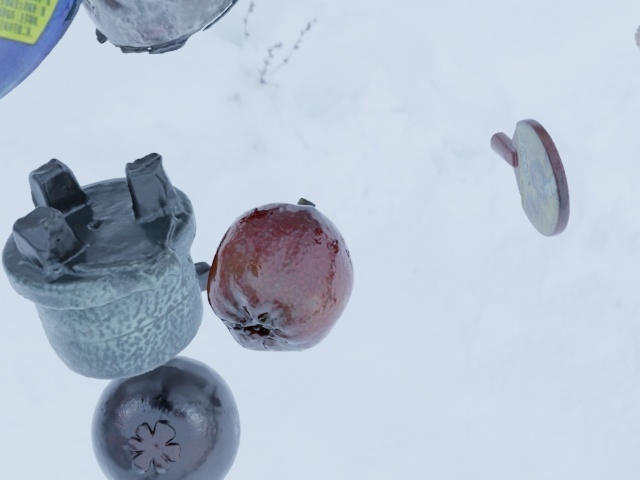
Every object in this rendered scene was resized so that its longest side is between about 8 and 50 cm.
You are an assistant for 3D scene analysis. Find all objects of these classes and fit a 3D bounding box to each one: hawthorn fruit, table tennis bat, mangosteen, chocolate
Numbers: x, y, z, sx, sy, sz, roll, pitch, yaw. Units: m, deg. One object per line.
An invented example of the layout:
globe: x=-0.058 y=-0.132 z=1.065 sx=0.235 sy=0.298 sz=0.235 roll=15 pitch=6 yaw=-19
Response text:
hawthorn fruit: x=-0.038 y=0.034 z=0.928 sx=0.169 sy=0.169 sz=0.188 roll=18 pitch=54 yaw=14
table tennis bat: x=0.486 y=-0.166 z=1.877 sx=0.051 sy=0.268 sz=0.414 roll=-13 pitch=27 yaw=-3
mangosteen: x=-0.311 y=0.388 z=1.670 sx=0.307 sy=0.347 sz=0.306 roll=0 pitch=86 yaw=-1
chocolate: x=-0.271 y=-0.459 z=1.219 sx=0.303 sy=0.213 sz=0.303 roll=-11 pitch=58 yaw=19

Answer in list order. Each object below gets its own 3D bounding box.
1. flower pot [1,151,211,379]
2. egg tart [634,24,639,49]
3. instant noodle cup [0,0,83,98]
flower pot: x=-0.301 y=0.031 z=1.195 sx=0.299 sy=0.282 sz=0.299 roll=-7 pitch=33 yaw=5
egg tart: x=0.627 y=-0.373 z=1.167 sx=0.352 sy=0.352 sz=0.150 roll=-34 pitch=79 yaw=-11
instant noodle cup: x=-0.325 y=-0.212 z=0.470 sx=0.312 sy=0.284 sz=0.284 roll=23 pitch=66 yaw=44
